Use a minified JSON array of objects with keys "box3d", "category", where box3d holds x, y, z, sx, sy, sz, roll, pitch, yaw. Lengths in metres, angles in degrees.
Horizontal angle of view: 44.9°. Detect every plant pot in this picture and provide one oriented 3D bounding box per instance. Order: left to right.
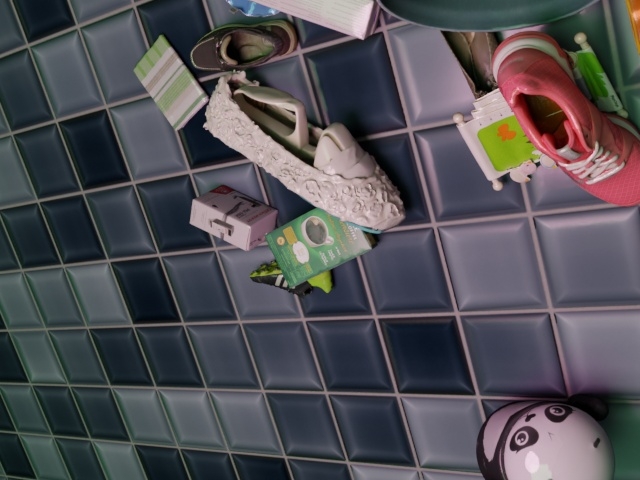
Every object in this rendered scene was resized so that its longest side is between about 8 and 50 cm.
[{"box3d":[0.213,-0.407,0.970,0.293,0.293,0.196,-3,84,34],"category":"plant pot"}]

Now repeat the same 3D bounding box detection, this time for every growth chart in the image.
[{"box3d":[0.316,-0.173,1.118,0.237,0.021,0.172,-29,116,33],"category":"growth chart"}]

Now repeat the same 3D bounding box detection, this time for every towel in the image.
[{"box3d":[-0.285,-0.301,1.482,0.113,0.023,0.152,-36,88,36],"category":"towel"}]

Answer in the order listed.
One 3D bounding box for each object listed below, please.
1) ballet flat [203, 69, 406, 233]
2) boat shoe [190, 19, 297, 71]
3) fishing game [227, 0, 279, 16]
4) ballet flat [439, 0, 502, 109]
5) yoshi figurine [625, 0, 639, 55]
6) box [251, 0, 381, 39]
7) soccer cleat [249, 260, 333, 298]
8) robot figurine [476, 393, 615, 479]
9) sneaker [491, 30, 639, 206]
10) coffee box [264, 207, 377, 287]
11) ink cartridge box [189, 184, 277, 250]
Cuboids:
[{"box3d":[-0.030,-0.159,1.297,0.409,0.147,0.147,31,125,17],"category":"ballet flat"},{"box3d":[-0.148,-0.334,1.340,0.223,0.073,0.080,-1,110,33],"category":"boat shoe"},{"box3d":[-0.116,-0.464,1.283,0.264,0.041,0.189,29,122,19],"category":"fishing game"},{"box3d":[0.213,-0.300,1.133,0.084,0.058,0.250,-20,100,39],"category":"ballet flat"},{"box3d":[0.513,-0.341,0.835,0.362,0.203,0.204,-13,94,25],"category":"yoshi figurine"},{"box3d":[-0.061,-0.404,1.227,0.324,0.063,0.067,21,122,12],"category":"box"},{"box3d":[-0.058,0.077,1.485,0.179,0.060,0.072,-5,110,31],"category":"soccer cleat"},{"box3d":[0.347,0.339,1.229,0.173,0.278,0.209,10,79,-2],"category":"robot figurine"},{"box3d":[0.338,-0.131,1.041,0.314,0.136,0.116,40,129,-19],"category":"sneaker"},{"box3d":[0.000,0.000,1.390,0.184,0.040,0.113,-28,87,25],"category":"coffee box"},{"box3d":[-0.163,-0.045,1.469,0.135,0.099,0.056,24,122,20],"category":"ink cartridge box"}]
